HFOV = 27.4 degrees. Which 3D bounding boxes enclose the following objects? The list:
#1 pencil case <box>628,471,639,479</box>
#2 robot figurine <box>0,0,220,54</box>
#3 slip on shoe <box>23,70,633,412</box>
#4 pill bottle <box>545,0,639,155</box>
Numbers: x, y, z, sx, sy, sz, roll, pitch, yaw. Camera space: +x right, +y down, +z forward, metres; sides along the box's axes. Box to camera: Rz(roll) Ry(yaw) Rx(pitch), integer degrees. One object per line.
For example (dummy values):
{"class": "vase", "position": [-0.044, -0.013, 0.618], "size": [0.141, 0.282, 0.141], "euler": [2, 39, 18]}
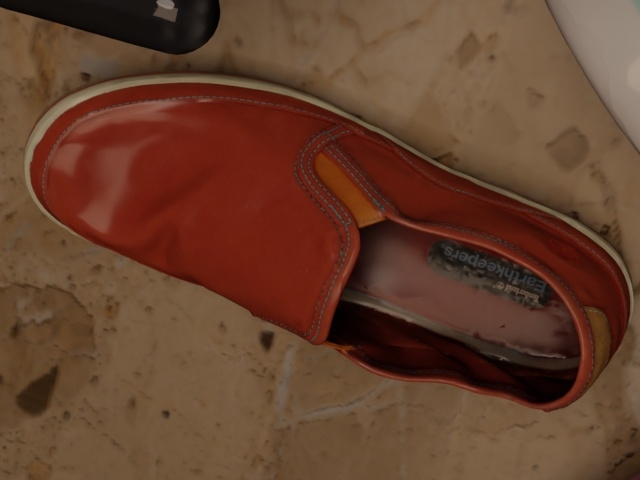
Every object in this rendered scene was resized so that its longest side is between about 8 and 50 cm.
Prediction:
{"class": "pencil case", "position": [0.131, 0.242, 0.737], "size": [0.124, 0.124, 0.284], "euler": [43, 112, -8]}
{"class": "robot figurine", "position": [-0.058, -0.202, 0.562], "size": [0.278, 0.209, 0.174], "euler": [14, 127, 5]}
{"class": "slip on shoe", "position": [0.000, 0.000, 0.675], "size": [0.331, 0.101, 0.123], "euler": [20, 116, 4]}
{"class": "pill bottle", "position": [0.233, -0.138, 0.548], "size": [0.264, 0.146, 0.146], "euler": [-32, 103, 21]}
